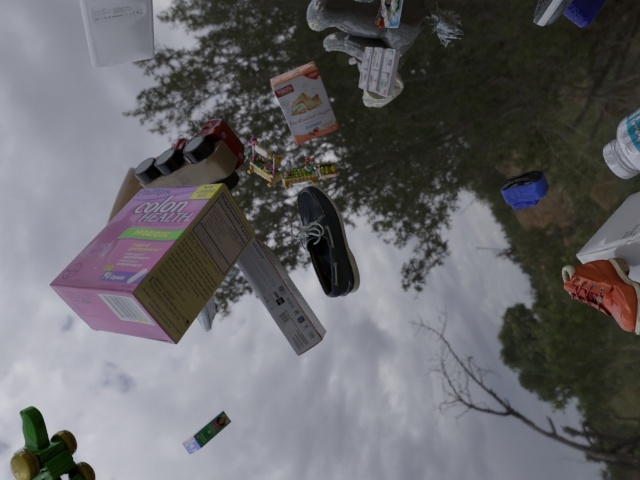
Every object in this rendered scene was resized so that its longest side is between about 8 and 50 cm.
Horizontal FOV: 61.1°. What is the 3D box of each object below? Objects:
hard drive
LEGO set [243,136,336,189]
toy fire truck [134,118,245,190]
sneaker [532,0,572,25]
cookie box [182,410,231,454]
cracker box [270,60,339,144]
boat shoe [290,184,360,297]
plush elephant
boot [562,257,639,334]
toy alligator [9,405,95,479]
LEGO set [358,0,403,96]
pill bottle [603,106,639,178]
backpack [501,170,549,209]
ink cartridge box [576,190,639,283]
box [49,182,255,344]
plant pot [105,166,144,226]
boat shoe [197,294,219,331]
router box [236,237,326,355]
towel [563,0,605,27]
[{"bbox_3d":[-0.613,-0.655,1.652,0.040,0.203,0.307,66,158,13],"label":"hard drive"},{"bbox_3d":[-0.098,-0.227,1.531,0.107,0.286,0.132,94,-165,-48],"label":"LEGO set"},{"bbox_3d":[-0.251,-0.191,1.194,0.158,0.217,0.246,51,-144,-36],"label":"toy fire truck"},{"bbox_3d":[0.490,-0.444,0.874,0.295,0.178,0.124,117,176,-65],"label":"sneaker"},{"bbox_3d":[-0.301,0.507,1.431,0.040,0.092,0.107,52,-135,4],"label":"cookie box"},{"bbox_3d":[-0.049,-0.445,1.771,0.067,0.155,0.232,-105,-8,-48],"label":"cracker box"},{"bbox_3d":[0.000,0.000,1.141,0.079,0.095,0.255,-9,-104,-41],"label":"boat shoe"},{"bbox_3d":[0.121,-0.468,1.230,0.329,0.255,0.272,19,-113,-12],"label":"plush elephant"},{"bbox_3d":[0.366,0.073,0.705,0.158,0.084,0.059,-65,-28,-66],"label":"boot"},{"bbox_3d":[-0.255,0.254,0.532,0.190,0.051,0.056,58,-156,5],"label":"toy alligator"},{"bbox_3d":[0.129,-0.382,0.946,0.182,0.060,0.244,-121,36,-66],"label":"LEGO set"},{"bbox_3d":[0.718,-0.229,1.100,0.146,0.264,0.146,12,-120,-22],"label":"pill bottle"},{"bbox_3d":[0.628,-0.155,1.640,0.101,0.120,0.098,56,-139,-19],"label":"backpack"},{"bbox_3d":[0.540,0.042,0.779,0.233,0.171,0.168,50,159,0],"label":"ink cartridge box"},{"bbox_3d":[-0.267,0.029,0.889,0.243,0.213,0.117,-58,-45,-37],"label":"box"},{"bbox_3d":[-0.438,-0.012,1.358,0.237,0.237,0.254,42,-107,-49],"label":"plant pot"},{"bbox_3d":[-0.374,0.239,1.816,0.083,0.075,0.226,51,157,20],"label":"boat shoe"},{"bbox_3d":[-0.113,0.161,1.586,0.336,0.082,0.301,55,179,5],"label":"router box"},{"bbox_3d":[0.582,-0.690,1.287,0.308,0.228,0.076,31,-166,-14],"label":"towel"}]
